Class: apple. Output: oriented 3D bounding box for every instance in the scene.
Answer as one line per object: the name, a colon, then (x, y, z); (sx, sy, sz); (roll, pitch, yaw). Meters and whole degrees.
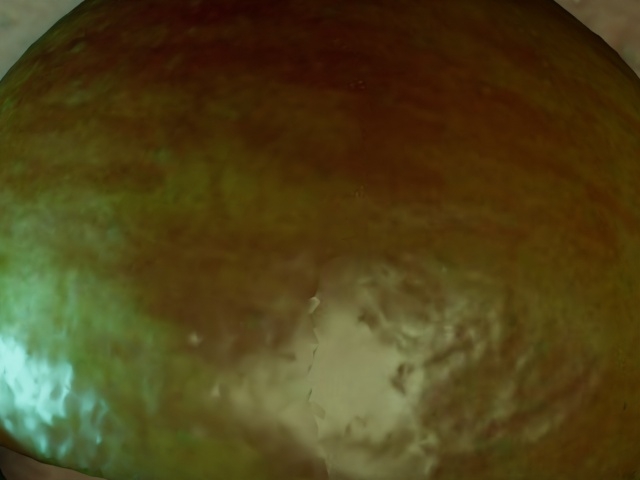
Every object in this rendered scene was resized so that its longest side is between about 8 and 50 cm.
apple: (0.000, 0.000, 0.535); (0.346, 0.254, 0.179); (2, 143, -9)

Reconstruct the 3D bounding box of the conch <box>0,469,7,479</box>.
conch: (-0.212, 0.120, 0.525); (0.188, 0.122, 0.176); (9, 136, 0)
